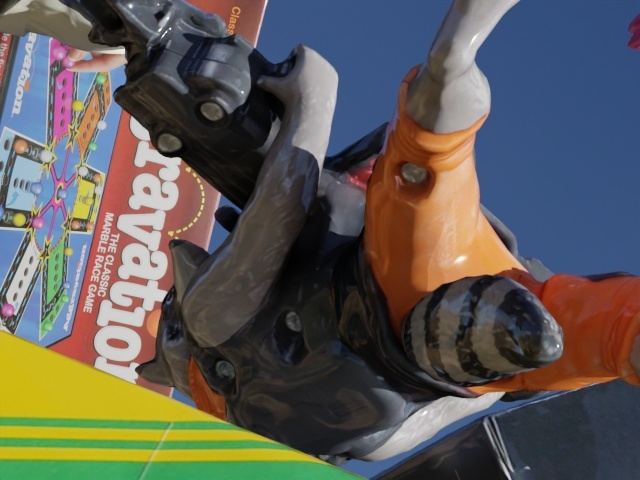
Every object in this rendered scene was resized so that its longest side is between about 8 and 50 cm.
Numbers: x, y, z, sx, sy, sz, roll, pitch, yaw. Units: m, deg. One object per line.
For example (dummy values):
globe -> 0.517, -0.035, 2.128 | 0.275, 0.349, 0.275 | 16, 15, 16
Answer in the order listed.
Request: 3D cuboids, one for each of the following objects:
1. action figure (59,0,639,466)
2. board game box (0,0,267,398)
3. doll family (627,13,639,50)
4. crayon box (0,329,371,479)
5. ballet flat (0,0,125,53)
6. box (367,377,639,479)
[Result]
action figure -> 0.000, 0.000, 0.638 | 0.341, 0.178, 0.330 | 37, -33, -15
board game box -> -0.133, -0.020, 0.856 | 0.145, 0.281, 0.027 | 13, 4, -10
doll family -> 0.343, -0.174, 1.209 | 0.163, 0.263, 0.118 | 43, -59, -17
crayon box -> -0.039, 0.220, 0.523 | 0.313, 0.106, 0.363 | 21, -46, 5
ballet flat -> -0.087, -0.153, 0.728 | 0.096, 0.280, 0.095 | 61, 3, -4
box -> 0.125, 0.294, 1.032 | 0.395, 0.212, 0.293 | -40, -112, 48
